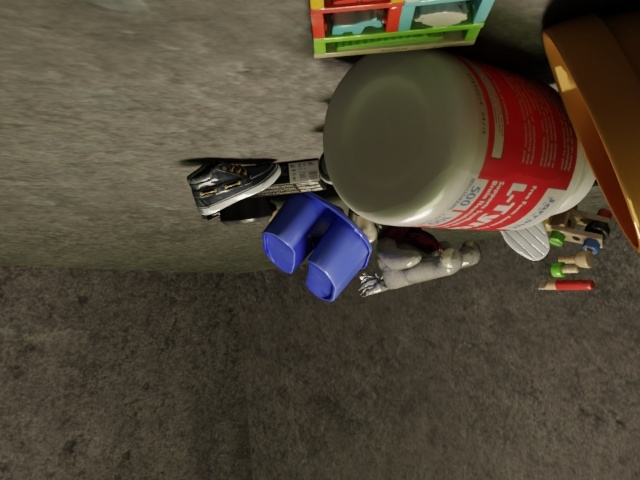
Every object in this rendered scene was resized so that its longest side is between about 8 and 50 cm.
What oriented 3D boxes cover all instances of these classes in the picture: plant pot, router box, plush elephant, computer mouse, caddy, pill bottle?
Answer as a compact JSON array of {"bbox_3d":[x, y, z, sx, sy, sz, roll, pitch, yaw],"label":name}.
[{"bbox_3d":[0.410,-0.158,1.059,0.203,0.291,0.291,-24,169,13],"label":"plant pot"},{"bbox_3d":[-0.082,-0.125,1.857,0.179,0.046,0.133,-5,174,5],"label":"router box"},{"bbox_3d":[0.213,-0.019,2.287,0.330,0.255,0.272,-18,178,29],"label":"plush elephant"},{"bbox_3d":[-0.184,-0.083,2.096,0.188,0.072,0.272,-6,-174,-9],"label":"computer mouse"},{"bbox_3d":[0.000,0.000,2.167,0.241,0.179,0.341,35,165,8],"label":"caddy"},{"bbox_3d":[0.215,-0.128,1.248,0.229,0.229,0.407,-11,172,42],"label":"pill bottle"}]

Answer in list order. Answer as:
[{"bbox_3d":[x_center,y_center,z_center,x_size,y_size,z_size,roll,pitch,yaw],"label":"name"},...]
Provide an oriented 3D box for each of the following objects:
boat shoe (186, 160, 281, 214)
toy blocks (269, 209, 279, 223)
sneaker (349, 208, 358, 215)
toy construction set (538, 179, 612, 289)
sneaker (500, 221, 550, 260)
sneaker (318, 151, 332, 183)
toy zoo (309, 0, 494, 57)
[{"bbox_3d":[-0.164,-0.125,1.731,0.183,0.083,0.065,-30,-149,-18],"label":"boat shoe"},{"bbox_3d":[-0.065,-0.053,2.488,0.123,0.054,0.148,-6,174,11],"label":"toy blocks"},{"bbox_3d":[0.148,-0.106,2.093,0.087,0.083,0.221,-10,-178,-44],"label":"sneaker"},{"bbox_3d":[0.533,-0.037,2.137,0.257,0.309,0.237,12,168,-44],"label":"toy construction set"},{"bbox_3d":[0.427,-0.069,2.040,0.094,0.258,0.091,-38,177,17],"label":"sneaker"},{"bbox_3d":[0.051,-0.159,1.444,0.153,0.101,0.268,1,165,-40],"label":"sneaker"},{"bbox_3d":[0.083,-0.251,0.914,0.192,0.030,0.293,-5,173,1],"label":"toy zoo"}]
